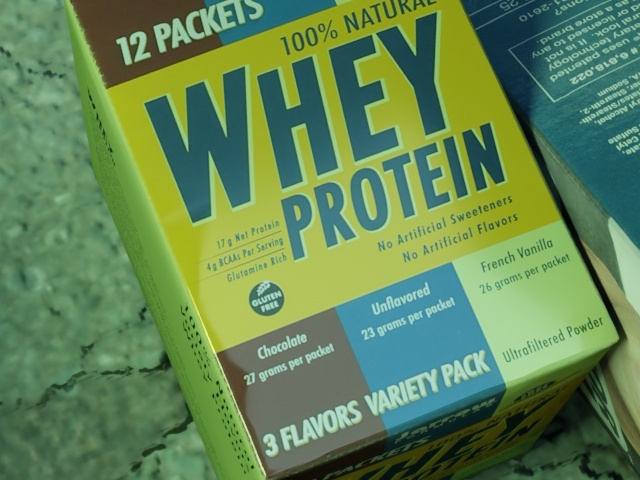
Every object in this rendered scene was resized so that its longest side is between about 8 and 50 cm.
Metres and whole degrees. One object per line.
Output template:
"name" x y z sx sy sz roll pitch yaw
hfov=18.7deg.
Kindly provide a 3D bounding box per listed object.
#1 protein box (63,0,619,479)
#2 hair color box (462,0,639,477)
"protein box" 0.000 0.000 0.773 0.136 0.201 0.200 -21 75 -9
"hair color box" 0.161 0.036 0.690 0.105 0.174 0.347 -25 36 -5
